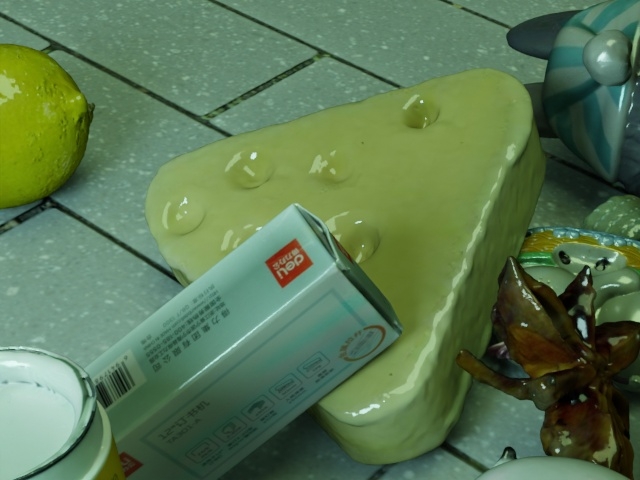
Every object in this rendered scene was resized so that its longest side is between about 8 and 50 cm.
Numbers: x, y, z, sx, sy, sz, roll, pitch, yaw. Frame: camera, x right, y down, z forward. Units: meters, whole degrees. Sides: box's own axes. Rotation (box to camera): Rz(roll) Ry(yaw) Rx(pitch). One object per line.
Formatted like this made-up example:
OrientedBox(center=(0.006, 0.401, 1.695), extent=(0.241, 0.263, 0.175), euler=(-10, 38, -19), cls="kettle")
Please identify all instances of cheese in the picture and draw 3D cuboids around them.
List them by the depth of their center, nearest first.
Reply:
OrientedBox(center=(0.000, 0.001, 1.215), extent=(0.383, 0.104, 0.384), euler=(-10, 51, 12), cls="cheese")

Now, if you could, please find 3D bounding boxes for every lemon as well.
OrientedBox(center=(-0.335, -0.116, 1.358), extent=(0.206, 0.173, 0.173), euler=(-22, 42, -6), cls="lemon")

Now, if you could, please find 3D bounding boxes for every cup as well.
OrientedBox(center=(-0.193, 0.216, 0.851), extent=(0.196, 0.280, 0.196), euler=(-2, 34, 2), cls="cup")

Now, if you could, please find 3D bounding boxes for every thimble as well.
OrientedBox(center=(0.309, 0.000, 1.309), extent=(0.110, 0.084, 0.062), euler=(-15, 42, -35), cls="thimble")

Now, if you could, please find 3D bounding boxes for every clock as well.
OrientedBox(center=(0.246, 0.066, 1.208), extent=(0.230, 0.103, 0.144), euler=(9, 51, 14), cls="clock")

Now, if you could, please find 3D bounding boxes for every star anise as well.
OrientedBox(center=(0.208, 0.121, 1.071), extent=(0.196, 0.111, 0.212), euler=(0, 62, -45), cls="star anise")

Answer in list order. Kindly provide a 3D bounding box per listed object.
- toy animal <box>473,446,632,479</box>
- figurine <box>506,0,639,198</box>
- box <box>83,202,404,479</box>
OrientedBox(center=(0.157, 0.257, 0.904), extent=(0.187, 0.165, 0.235), euler=(13, 37, 8), cls="toy animal")
OrientedBox(center=(0.331, -0.115, 1.357), extent=(0.377, 0.266, 0.361), euler=(-5, 16, 28), cls="figurine")
OrientedBox(center=(-0.074, 0.101, 1.022), extent=(0.269, 0.135, 0.079), euler=(-38, 52, 4), cls="box")
